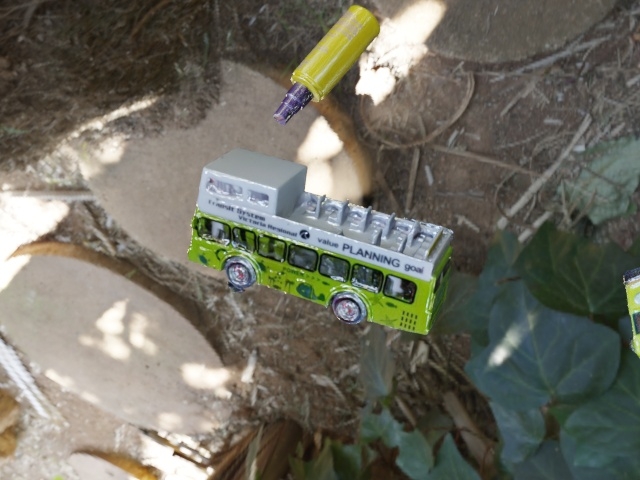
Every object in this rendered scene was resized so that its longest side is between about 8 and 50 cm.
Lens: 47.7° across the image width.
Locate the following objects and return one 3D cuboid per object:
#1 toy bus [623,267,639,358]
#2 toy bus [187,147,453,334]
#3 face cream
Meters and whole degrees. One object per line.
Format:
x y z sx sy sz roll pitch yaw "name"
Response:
0.512 0.142 0.987 0.128 0.150 0.262 -14 142 32 "toy bus"
0.000 0.000 0.836 0.302 0.113 0.139 17 119 16 "toy bus"
0.005 -0.332 1.397 0.078 0.273 0.078 37 169 9 "face cream"
